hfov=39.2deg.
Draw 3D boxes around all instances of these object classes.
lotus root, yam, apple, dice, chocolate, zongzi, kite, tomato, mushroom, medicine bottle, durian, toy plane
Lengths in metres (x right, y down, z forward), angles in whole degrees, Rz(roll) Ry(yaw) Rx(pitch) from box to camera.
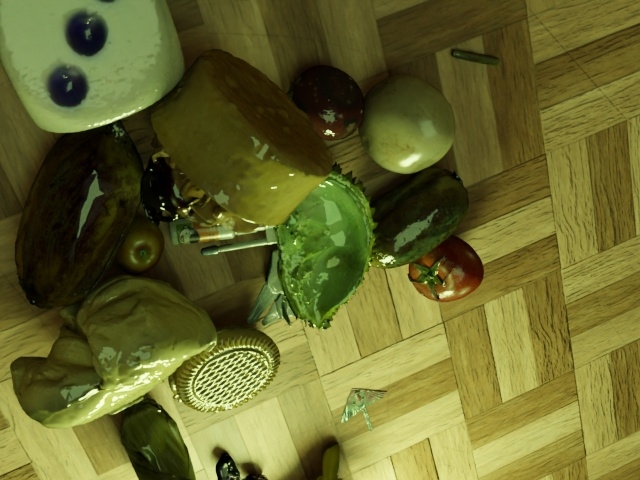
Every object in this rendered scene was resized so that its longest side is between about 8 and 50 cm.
[{"bbox_3d":[-0.447,-0.056,1.651,0.179,0.196,0.398,9,115,-56],"label":"lotus root"},{"bbox_3d":[0.328,-0.387,1.902,0.116,0.021,0.021,5,113,-23],"label":"yam"},{"bbox_3d":[-0.362,0.012,1.775,0.099,0.102,0.114,25,91,-25],"label":"apple"},{"bbox_3d":[0.198,-0.040,1.949,0.274,0.152,0.160,-35,140,2],"label":"lotus root"},{"bbox_3d":[-0.391,-0.373,1.454,0.276,0.304,0.304,-24,122,-9],"label":"dice"},{"bbox_3d":[-0.195,0.568,2.156,0.147,0.072,0.070,33,141,-23],"label":"chocolate"},{"bbox_3d":[-0.330,0.490,1.931,0.125,0.274,0.251,-25,122,-17],"label":"zongzi"},{"bbox_3d":[0.111,0.417,2.229,0.137,0.005,0.153,-33,123,-3],"label":"kite"},{"bbox_3d":[0.291,0.061,2.043,0.167,0.167,0.167,-9,118,-17],"label":"tomato"},{"bbox_3d":[0.186,-0.249,1.828,0.209,0.206,0.206,-47,125,-21],"label":"mushroom"},{"bbox_3d":[-0.194,-0.019,1.829,0.220,0.061,0.092,-7,116,-5],"label":"medicine bottle"},{"bbox_3d":[0.009,0.002,1.837,0.198,0.163,0.395,-21,118,-52],"label":"durian"},{"bbox_3d":[-0.080,0.051,1.929,0.212,0.088,0.267,-17,112,-15],"label":"toy plane"}]

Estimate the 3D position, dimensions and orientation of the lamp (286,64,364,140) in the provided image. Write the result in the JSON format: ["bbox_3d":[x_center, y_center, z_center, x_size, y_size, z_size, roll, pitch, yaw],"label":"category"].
[{"bbox_3d":[0.008,-0.265,1.774,0.157,0.156,0.135,39,141,-2],"label":"lamp"}]

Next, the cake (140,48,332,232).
[{"bbox_3d":[-0.188,-0.131,1.615,0.332,0.332,0.321,32,116,-31],"label":"cake"}]

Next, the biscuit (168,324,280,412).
[{"bbox_3d":[-0.210,0.280,1.957,0.259,0.079,0.259,-17,137,-17],"label":"biscuit"}]

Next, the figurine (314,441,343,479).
[{"bbox_3d":[-0.002,0.696,2.227,0.218,0.169,0.327,43,101,-9],"label":"figurine"}]

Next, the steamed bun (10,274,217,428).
[{"bbox_3d":[-0.405,0.204,1.754,0.372,0.325,0.230,-32,83,9],"label":"steamed bun"}]
